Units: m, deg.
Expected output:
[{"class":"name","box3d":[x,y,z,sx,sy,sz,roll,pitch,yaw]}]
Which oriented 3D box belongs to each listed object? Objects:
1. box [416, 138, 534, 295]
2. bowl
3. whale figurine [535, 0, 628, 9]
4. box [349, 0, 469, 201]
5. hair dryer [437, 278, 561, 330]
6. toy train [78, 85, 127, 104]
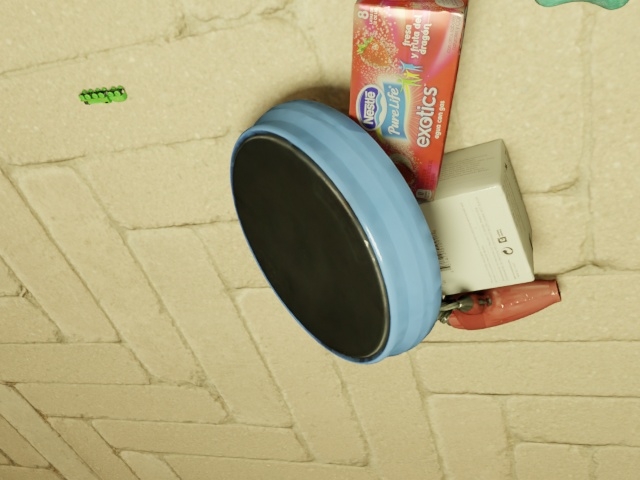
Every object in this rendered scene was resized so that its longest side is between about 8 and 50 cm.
[{"class":"box","box3d":[0.201,-0.026,0.881,0.182,0.119,0.181,-13,126,26]},{"class":"bowl","box3d":[0.000,0.000,0.845,0.391,0.077,0.391,40,147,34]},{"class":"whale figurine","box3d":[0.279,-0.324,0.516,0.217,0.141,0.272,1,133,-8]},{"class":"box","box3d":[0.106,-0.190,0.754,0.123,0.128,0.256,10,134,10]},{"class":"hair dryer","box3d":[0.247,0.113,0.947,0.294,0.080,0.223,-12,178,-14]},{"class":"toy train","box3d":[-0.341,-0.225,0.939,0.083,0.017,0.023,-1,141,18]}]
